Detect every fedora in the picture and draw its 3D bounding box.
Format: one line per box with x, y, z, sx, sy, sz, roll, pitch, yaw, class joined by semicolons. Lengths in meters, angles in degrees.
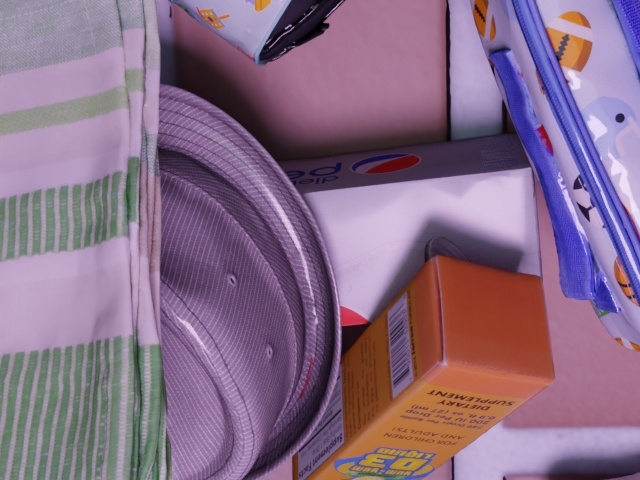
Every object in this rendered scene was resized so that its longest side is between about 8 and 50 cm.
-0.114;0.054;0.649;0.243;0.124;0.275;-17;106;10;fedora

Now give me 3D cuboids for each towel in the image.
-0.190;0.022;0.567;0.248;0.038;0.325;-10;74;19;towel

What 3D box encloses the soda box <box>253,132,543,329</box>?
0.000;0.000;0.737;0.286;0.091;0.098;-6;109;6;soda box

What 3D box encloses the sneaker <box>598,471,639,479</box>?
0.283;0.191;0.795;0.235;0.090;0.095;8;96;-2;sneaker

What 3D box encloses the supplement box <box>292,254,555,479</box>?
0.056;0.102;0.711;0.078;0.080;0.233;11;147;-19;supplement box

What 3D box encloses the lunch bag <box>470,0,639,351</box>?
0.230;-0.079;0.645;0.243;0.115;0.303;-26;97;-11;lunch bag

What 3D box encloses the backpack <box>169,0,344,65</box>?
-0.020;-0.201;0.631;0.144;0.166;0.188;29;105;-4;backpack
